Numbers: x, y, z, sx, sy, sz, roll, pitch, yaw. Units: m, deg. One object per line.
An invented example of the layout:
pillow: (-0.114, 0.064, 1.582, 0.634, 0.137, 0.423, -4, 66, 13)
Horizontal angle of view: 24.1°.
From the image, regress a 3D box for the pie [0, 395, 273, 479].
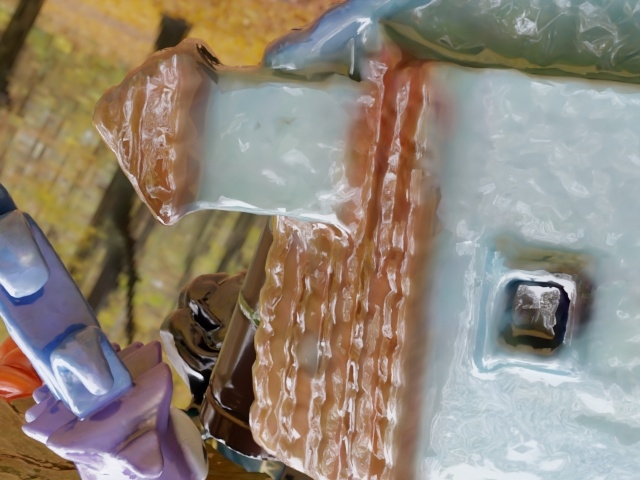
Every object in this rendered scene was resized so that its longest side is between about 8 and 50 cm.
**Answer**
pie: (-0.176, 0.182, 1.077, 0.306, 0.071, 0.306, 14, -173, -2)

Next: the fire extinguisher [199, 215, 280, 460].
fire extinguisher: (0.000, 0.000, 1.183, 0.105, 0.341, 0.141, 14, -161, -17)

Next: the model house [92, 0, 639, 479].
model house: (0.062, -0.003, 0.710, 0.329, 0.295, 0.252, 4, -165, -1)

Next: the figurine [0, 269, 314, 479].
figurine: (-0.143, 0.184, 1.455, 0.306, 0.411, 0.241, 68, 163, -3)

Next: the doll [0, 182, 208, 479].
doll: (-0.102, 0.049, 0.625, 0.206, 0.067, 0.110, 61, 168, -20)
